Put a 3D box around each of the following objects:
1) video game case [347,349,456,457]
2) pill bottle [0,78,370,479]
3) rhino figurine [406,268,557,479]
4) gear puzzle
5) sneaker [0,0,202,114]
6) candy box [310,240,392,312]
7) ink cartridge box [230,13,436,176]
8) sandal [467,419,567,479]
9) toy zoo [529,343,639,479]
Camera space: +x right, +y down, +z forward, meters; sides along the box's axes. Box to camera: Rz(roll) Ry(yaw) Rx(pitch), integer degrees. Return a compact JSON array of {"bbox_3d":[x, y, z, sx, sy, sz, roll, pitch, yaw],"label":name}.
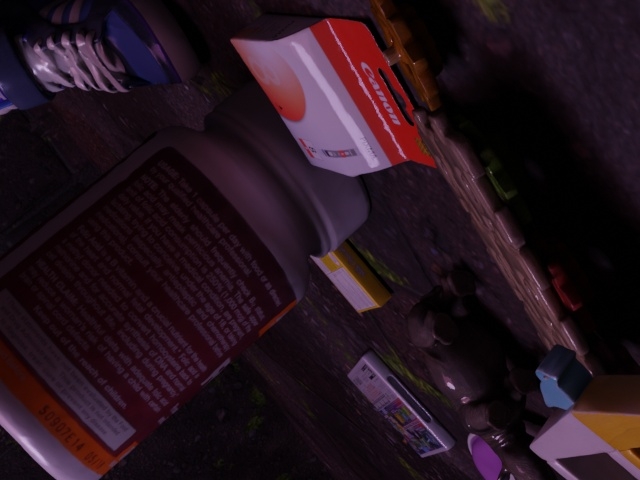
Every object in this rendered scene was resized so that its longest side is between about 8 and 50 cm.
[{"bbox_3d":[0.121,0.256,1.471,0.183,0.023,0.201,47,165,8],"label":"video game case"},{"bbox_3d":[-0.154,0.032,0.936,0.224,0.392,0.224,46,166,14],"label":"pill bottle"},{"bbox_3d":[0.159,0.147,0.890,0.243,0.073,0.106,60,166,4],"label":"rhino figurine"},{"bbox_3d":[0.126,-0.025,0.638,0.339,0.044,0.175,57,-176,-10],"label":"gear puzzle"},{"bbox_3d":[-0.302,-0.199,1.094,0.323,0.236,0.130,36,161,43],"label":"sneaker"},{"bbox_3d":[0.000,0.000,1.141,0.206,0.027,0.105,50,169,-2],"label":"candy box"},{"bbox_3d":[0.012,-0.111,0.775,0.145,0.045,0.179,56,167,-28],"label":"ink cartridge box"},{"bbox_3d":[0.245,0.276,0.964,0.169,0.102,0.416,51,164,-10],"label":"sandal"},{"bbox_3d":[0.237,0.162,0.525,0.293,0.030,0.192,40,161,1],"label":"toy zoo"}]
